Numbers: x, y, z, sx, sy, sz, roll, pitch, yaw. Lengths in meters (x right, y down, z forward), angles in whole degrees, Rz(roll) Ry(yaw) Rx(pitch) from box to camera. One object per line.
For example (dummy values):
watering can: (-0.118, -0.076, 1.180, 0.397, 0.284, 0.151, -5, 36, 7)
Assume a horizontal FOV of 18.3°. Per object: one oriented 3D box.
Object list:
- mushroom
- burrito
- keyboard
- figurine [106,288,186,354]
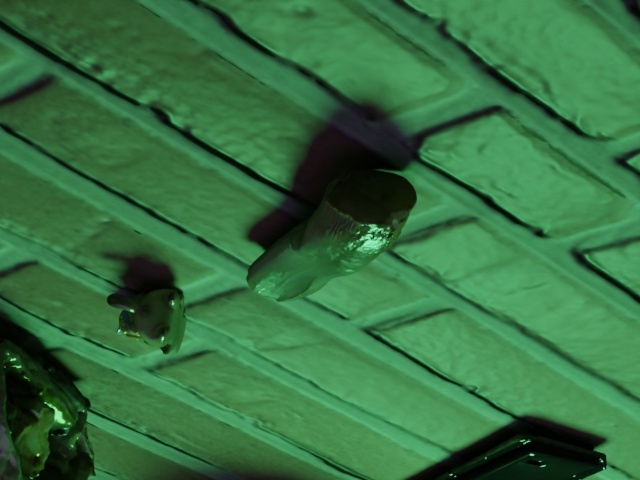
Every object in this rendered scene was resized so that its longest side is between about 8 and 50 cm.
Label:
mushroom: (0.003, 0.001, 1.329, 0.059, 0.054, 0.202, 19, 156, -14)
burrito: (-0.358, 0.166, 1.630, 0.332, 0.135, 0.190, -3, 159, 24)
keyboard: (0.149, 0.211, 1.731, 0.094, 0.025, 0.230, 17, 151, -24)
figurine: (-0.128, 0.057, 1.471, 0.050, 0.047, 0.083, 18, 161, 8)
